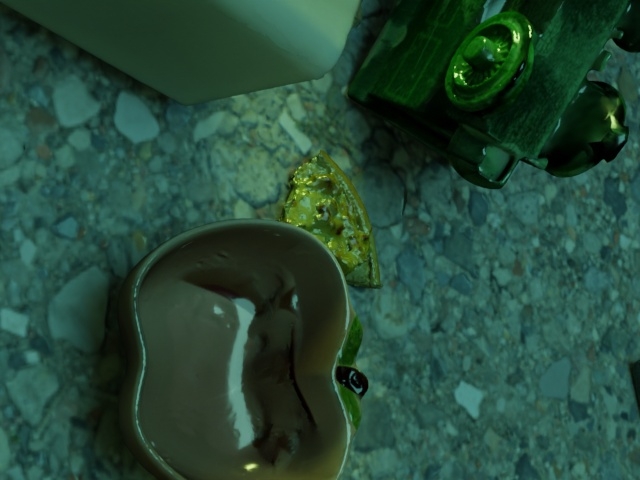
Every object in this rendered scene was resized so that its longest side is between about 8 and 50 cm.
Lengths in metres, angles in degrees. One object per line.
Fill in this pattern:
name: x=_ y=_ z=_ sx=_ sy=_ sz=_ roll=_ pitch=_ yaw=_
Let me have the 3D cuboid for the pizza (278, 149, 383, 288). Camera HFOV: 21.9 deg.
pizza: x=0.000 y=0.000 z=1.279 sx=0.108 sy=0.026 sz=0.123 roll=-34 pitch=104 yaw=-36

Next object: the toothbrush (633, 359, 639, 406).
toothbrush: x=0.332 y=0.263 z=1.508 sx=0.031 sy=0.023 sz=0.321 roll=-13 pitch=91 yaw=-32

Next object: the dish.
dish: x=-0.069 y=0.091 z=1.165 sx=0.213 sy=0.090 sz=0.213 roll=8 pitch=77 yaw=-36

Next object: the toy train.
toy train: x=0.166 y=-0.167 z=1.288 sx=0.145 sy=0.202 sz=0.266 roll=29 pitch=90 yaw=-32

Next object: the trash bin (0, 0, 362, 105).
trash bin: x=-0.127 y=-0.259 z=1.062 sx=0.368 sy=0.296 sz=0.256 roll=35 pitch=61 yaw=-37
